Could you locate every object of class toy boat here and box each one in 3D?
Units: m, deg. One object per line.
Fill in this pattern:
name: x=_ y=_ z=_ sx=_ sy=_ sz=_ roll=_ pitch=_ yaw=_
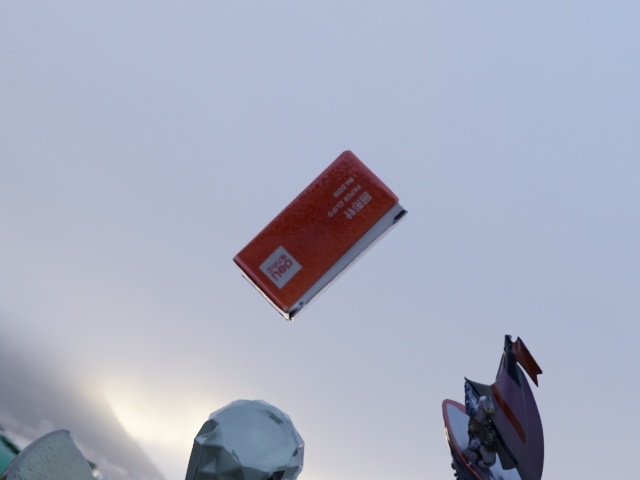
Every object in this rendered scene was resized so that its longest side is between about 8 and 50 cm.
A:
toy boat: x=0.251 y=0.260 z=1.178 sx=0.219 sy=0.072 sz=0.318 roll=62 pitch=-26 yaw=20

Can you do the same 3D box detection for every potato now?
potato: x=-0.323 y=0.373 z=1.137 sx=0.112 sy=0.255 sz=0.269 roll=-36 pitch=-30 yaw=28

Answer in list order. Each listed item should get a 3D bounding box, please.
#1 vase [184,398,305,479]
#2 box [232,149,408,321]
vase: x=-0.144 y=0.387 z=1.370 sx=0.165 sy=0.165 sz=0.360 roll=25 pitch=-48 yaw=-2
box: x=0.000 y=0.000 z=1.022 sx=0.099 sy=0.182 sz=0.133 roll=45 pitch=-9 yaw=4
